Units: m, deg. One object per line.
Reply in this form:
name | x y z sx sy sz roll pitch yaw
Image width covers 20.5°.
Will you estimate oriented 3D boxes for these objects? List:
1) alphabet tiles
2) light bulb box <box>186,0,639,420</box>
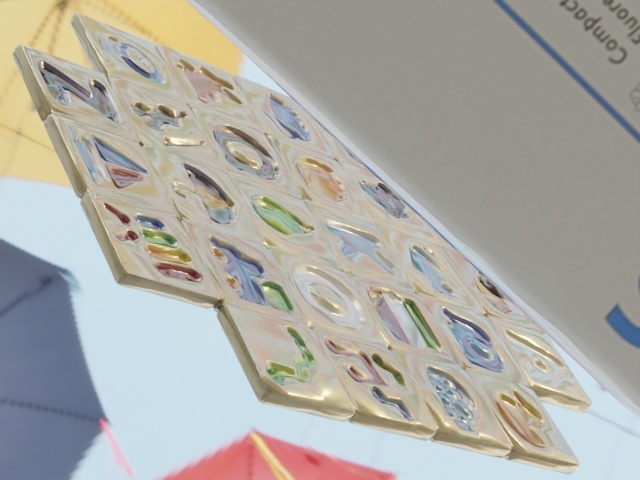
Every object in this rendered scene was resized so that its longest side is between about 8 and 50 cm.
alphabet tiles | 0.000 0.000 0.936 0.342 0.285 0.011 18 -59 -42
light bulb box | 0.171 -0.132 0.572 0.358 0.225 0.361 42 -82 -16
